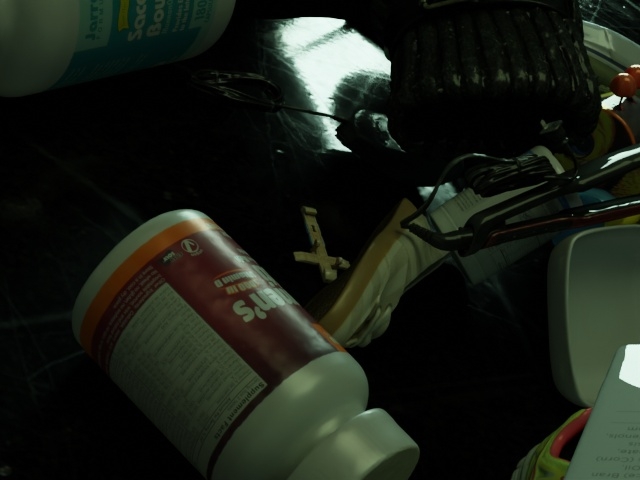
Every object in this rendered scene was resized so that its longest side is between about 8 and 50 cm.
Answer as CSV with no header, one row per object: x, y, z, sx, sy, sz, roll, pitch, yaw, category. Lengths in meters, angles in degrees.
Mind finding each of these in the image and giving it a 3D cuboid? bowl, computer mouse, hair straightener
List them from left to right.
0.003,-0.090,1.539,0.242,0.041,0.071,18,28,-4,computer mouse
0.163,-0.047,1.399,0.230,0.089,0.047,-13,11,-20,hair straightener
0.229,0.059,1.439,0.142,0.053,0.142,-2,88,-35,bowl

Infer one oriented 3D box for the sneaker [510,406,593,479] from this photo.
0.167,0.189,1.238,0.081,0.094,0.208,23,36,-12,sneaker

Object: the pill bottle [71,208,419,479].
-0.047,0.092,1.188,0.221,0.121,0.121,43,37,21,pill bottle

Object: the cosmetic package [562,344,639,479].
0.203,0.256,1.002,0.161,0.230,0.453,0,23,20,cosmetic package

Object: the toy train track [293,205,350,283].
0.000,0.000,1.434,0.048,0.014,0.083,10,38,-25,toy train track

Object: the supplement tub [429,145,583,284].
0.148,-0.020,1.468,0.071,0.107,0.071,59,1,-1,supplement tub

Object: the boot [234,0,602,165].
0.056,-0.179,1.550,0.348,0.131,0.260,-9,61,18,boot

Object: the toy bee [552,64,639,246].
0.249,-0.053,1.550,0.298,0.162,0.195,26,36,-4,toy bee

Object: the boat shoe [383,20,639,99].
0.187,-0.159,1.716,0.302,0.109,0.094,19,73,-17,boat shoe

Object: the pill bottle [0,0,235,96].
-0.198,-0.191,1.424,0.146,0.146,0.264,44,38,21,pill bottle

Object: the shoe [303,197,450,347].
0.044,0.033,1.365,0.058,0.076,0.219,45,31,-2,shoe
